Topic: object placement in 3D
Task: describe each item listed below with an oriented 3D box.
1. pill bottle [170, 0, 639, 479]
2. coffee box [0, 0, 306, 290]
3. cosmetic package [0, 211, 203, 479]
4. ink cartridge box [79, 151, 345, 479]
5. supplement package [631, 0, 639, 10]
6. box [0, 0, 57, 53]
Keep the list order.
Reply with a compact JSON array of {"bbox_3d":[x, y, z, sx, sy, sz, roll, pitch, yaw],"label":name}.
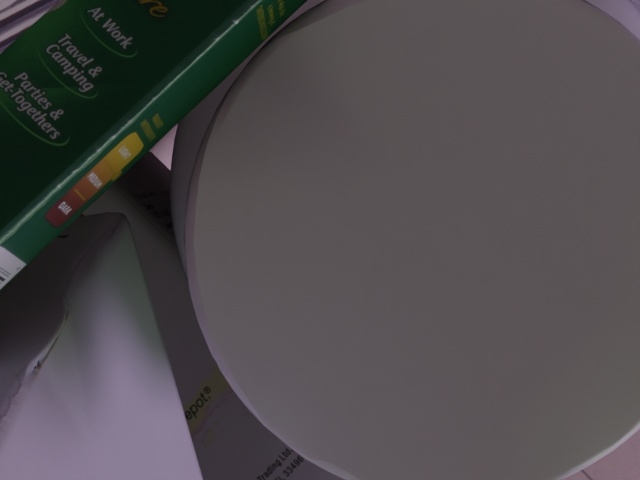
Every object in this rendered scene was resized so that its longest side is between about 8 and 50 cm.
[{"bbox_3d":[0.046,-0.031,0.626,0.210,0.210,0.363,-47,-175,9],"label":"pill bottle"},{"bbox_3d":[-0.101,-0.056,0.427,0.184,0.113,0.040,-46,169,-6],"label":"coffee box"},{"bbox_3d":[-0.113,0.208,0.533,0.156,0.385,0.217,-11,-160,10],"label":"cosmetic package"},{"bbox_3d":[-0.075,0.115,0.755,0.201,0.278,0.117,-47,173,12],"label":"ink cartridge box"},{"bbox_3d":[0.151,-0.138,1.067,0.244,0.134,0.139,-36,166,-44],"label":"supplement package"},{"bbox_3d":[-0.065,-0.127,0.291,0.275,0.113,0.094,-43,171,-6],"label":"box"}]
